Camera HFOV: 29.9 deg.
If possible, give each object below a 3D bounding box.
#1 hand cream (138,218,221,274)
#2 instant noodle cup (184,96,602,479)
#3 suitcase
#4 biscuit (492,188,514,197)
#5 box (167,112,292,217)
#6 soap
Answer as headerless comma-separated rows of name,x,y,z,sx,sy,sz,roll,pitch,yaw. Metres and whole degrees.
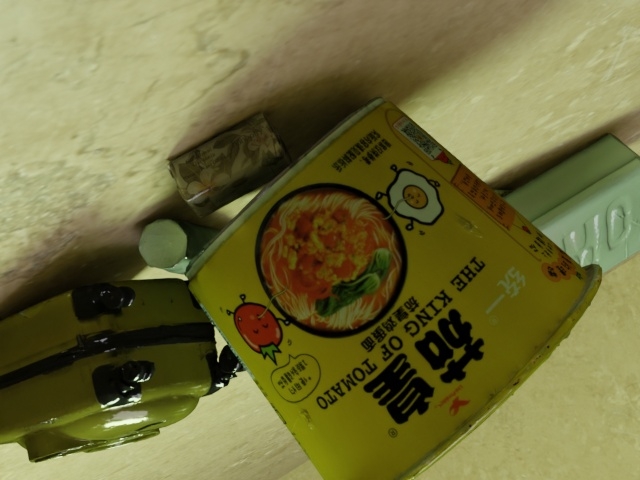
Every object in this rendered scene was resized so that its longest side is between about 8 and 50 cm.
hand cream,-0.121,0.011,1.189,0.078,0.050,0.205,-36,168,9
instant noodle cup,0.050,0.045,1.077,0.325,0.254,0.325,-42,179,-1
suitcase,-0.211,0.126,1.160,0.234,0.143,0.194,-22,169,30
biscuit,0.178,-0.034,1.629,0.139,0.016,0.231,-36,164,27
box,-0.076,-0.064,1.022,0.098,0.045,0.062,-28,165,3
soap,0.335,-0.011,1.674,0.289,0.095,0.173,-30,136,-14
